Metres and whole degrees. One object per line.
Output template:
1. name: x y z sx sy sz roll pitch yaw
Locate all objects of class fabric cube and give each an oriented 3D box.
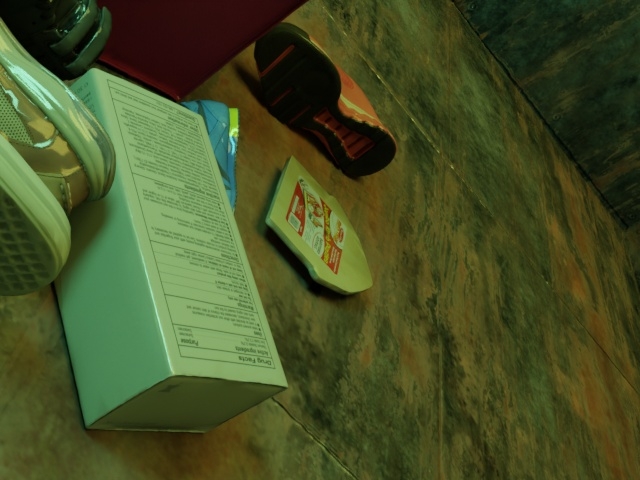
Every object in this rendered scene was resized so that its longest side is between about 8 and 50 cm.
1. fabric cube: -0.185 -0.364 1.070 0.259 0.254 0.258 22 43 -52

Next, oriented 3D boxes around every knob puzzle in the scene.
1. knob puzzle: 0.000 0.000 1.255 0.213 0.030 0.213 42 29 -30

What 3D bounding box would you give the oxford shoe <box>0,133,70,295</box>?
1. oxford shoe: -0.345 -0.128 0.631 0.449 0.169 0.130 41 32 -22

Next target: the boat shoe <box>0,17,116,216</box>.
1. boat shoe: -0.310 -0.136 0.748 0.324 0.123 0.116 44 59 3

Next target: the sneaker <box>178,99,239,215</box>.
1. sneaker: -0.137 -0.073 1.070 0.082 0.069 0.209 8 56 -17

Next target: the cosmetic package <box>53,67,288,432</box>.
1. cosmetic package: -0.157 0.012 0.867 0.160 0.113 0.309 20 46 -53

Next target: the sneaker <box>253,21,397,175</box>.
1. sneaker: -0.006 -0.225 1.437 0.314 0.116 0.136 44 18 -41

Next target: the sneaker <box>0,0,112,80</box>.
1. sneaker: -0.232 -0.222 0.808 0.147 0.296 0.104 37 69 -23
